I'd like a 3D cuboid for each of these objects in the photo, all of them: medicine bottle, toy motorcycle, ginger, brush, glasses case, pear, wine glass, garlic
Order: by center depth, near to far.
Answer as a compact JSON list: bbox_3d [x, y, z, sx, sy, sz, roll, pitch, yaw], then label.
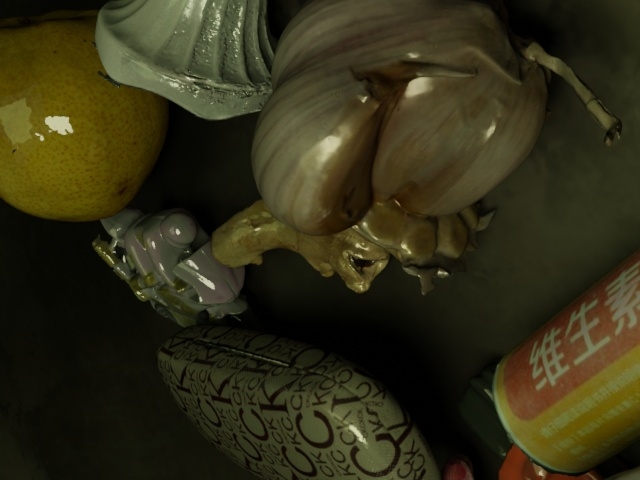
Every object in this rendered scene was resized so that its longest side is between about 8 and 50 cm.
[{"bbox_3d":[0.238,-0.001,0.472,0.108,0.108,0.426,57,139,18],"label":"medicine bottle"},{"bbox_3d":[0.083,-0.055,0.592,0.257,0.207,0.207,32,126,40],"label":"garlic"},{"bbox_3d":[0.209,0.205,0.630,0.323,0.051,0.070,49,128,31],"label":"brush"},{"bbox_3d":[-0.072,-0.208,0.727,0.165,0.165,0.196,46,128,29],"label":"wine glass"},{"bbox_3d":[0.000,0.000,0.787,0.288,0.075,0.089,-6,100,47],"label":"ginger"},{"bbox_3d":[-0.034,0.144,0.801,0.355,0.085,0.137,3,127,57],"label":"glasses case"},{"bbox_3d":[-0.243,-0.115,0.919,0.209,0.209,0.208,21,119,44],"label":"pear"},{"bbox_3d":[-0.140,0.023,0.939,0.225,0.073,0.152,29,145,32],"label":"toy motorcycle"}]

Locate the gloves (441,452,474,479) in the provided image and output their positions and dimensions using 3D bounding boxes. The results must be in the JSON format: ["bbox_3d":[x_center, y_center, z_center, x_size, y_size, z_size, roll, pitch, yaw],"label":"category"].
[{"bbox_3d":[0.103,0.285,0.730,0.145,0.126,0.241,9,116,51],"label":"gloves"}]

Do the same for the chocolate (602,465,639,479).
[{"bbox_3d":[0.183,0.234,0.457,0.213,0.303,0.303,11,112,44],"label":"chocolate"}]
